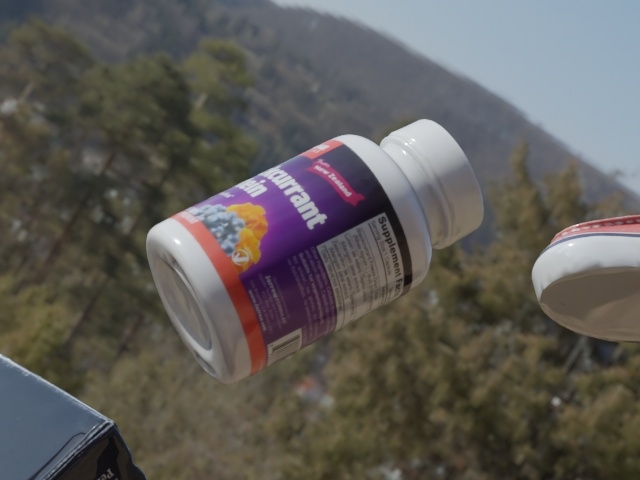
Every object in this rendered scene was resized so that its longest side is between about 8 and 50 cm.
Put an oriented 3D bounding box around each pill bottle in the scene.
[{"bbox_3d":[0.000,0.000,0.999,0.108,0.193,0.108,51,-22,30],"label":"pill bottle"}]

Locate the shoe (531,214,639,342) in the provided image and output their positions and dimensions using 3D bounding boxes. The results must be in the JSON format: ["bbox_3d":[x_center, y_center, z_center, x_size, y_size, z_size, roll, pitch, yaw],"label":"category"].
[{"bbox_3d":[0.160,-0.006,0.658,0.178,0.081,0.063,5,-28,-23],"label":"shoe"}]

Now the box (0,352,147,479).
[{"bbox_3d":[-0.210,0.292,0.903,0.179,0.343,0.312,19,-36,50],"label":"box"}]
